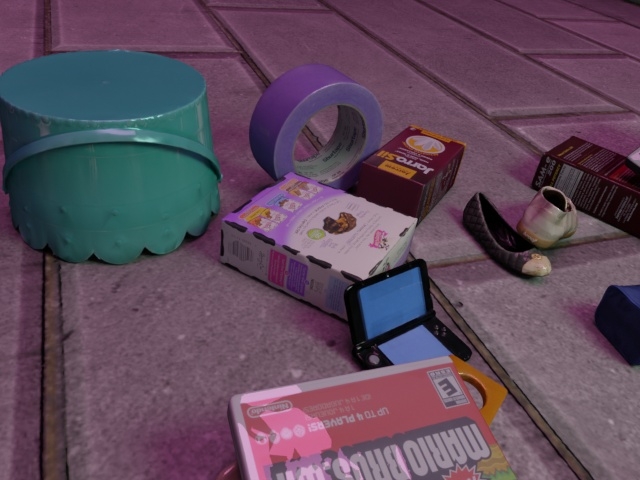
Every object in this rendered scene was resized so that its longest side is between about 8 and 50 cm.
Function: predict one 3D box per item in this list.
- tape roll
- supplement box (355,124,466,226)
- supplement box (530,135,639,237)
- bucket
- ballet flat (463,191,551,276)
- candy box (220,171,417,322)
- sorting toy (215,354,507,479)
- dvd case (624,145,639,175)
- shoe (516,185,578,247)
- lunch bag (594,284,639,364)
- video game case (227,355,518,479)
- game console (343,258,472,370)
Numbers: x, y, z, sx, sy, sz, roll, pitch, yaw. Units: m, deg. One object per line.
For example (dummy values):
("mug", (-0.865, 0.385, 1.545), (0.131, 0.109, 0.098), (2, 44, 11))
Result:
("tape roll", (-0.005, -0.158, 0.820), (0.188, 0.189, 0.080), (-16, 42, -30))
("supplement box", (0.144, -0.105, 0.871), (0.104, 0.081, 0.188), (24, 38, 21))
("supplement box", (0.500, -0.088, 0.929), (0.239, 0.073, 0.130), (34, 43, 31))
("bucket", (-0.267, -0.120, 0.715), (0.281, 0.183, 0.281), (4, 36, -3))
("ballet flat", (0.261, -0.008, 0.785), (0.057, 0.049, 0.173), (-11, 39, -24))
("candy box", (0.000, 0.000, 0.701), (0.196, 0.070, 0.165), (23, 37, 21))
("sorting toy", (0.043, 0.217, 0.427), (0.347, 0.047, 0.196), (-26, 54, -35))
("dvd case", (0.616, -0.138, 0.816), (0.238, 0.029, 0.179), (-37, 56, 0))
("shoe", (0.350, -0.042, 0.819), (0.076, 0.058, 0.219), (33, 28, 20))
("lunch bag", (0.384, 0.098, 0.647), (0.065, 0.067, 0.098), (-3, 38, -15))
("video game case", (0.064, 0.217, 0.376), (0.203, 0.025, 0.285), (-5, 47, -21))
("game console", (0.096, 0.090, 0.590), (0.122, 0.071, 0.107), (-18, 46, -32))
